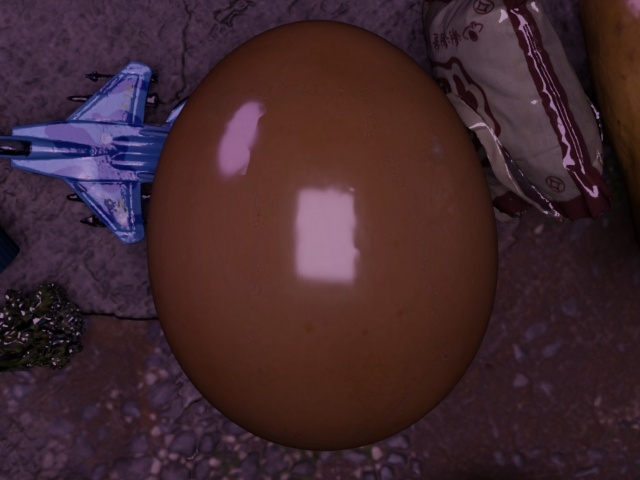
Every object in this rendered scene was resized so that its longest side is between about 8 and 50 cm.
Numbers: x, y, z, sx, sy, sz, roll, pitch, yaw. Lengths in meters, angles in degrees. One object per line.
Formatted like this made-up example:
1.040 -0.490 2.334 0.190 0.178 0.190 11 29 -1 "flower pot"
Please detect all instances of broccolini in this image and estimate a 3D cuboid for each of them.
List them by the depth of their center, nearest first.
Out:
-0.317 0.104 1.313 0.203 0.068 0.091 -21 117 -1 "broccolini"

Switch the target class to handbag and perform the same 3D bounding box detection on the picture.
0.164 -0.128 1.253 0.127 0.213 0.235 -22 99 -14 "handbag"

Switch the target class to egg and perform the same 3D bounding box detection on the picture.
0.000 0.000 1.201 0.301 0.301 0.374 -12 115 -3 "egg"

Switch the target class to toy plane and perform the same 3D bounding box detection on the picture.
-0.229 -0.083 1.296 0.246 0.078 0.169 3 96 2 "toy plane"

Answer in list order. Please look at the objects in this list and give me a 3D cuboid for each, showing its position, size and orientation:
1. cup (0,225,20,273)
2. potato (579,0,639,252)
-0.374 0.005 1.255 0.155 0.131 0.176 45 54 -12 "cup"
0.322 -0.132 1.215 0.296 0.290 0.397 44 59 -13 "potato"
